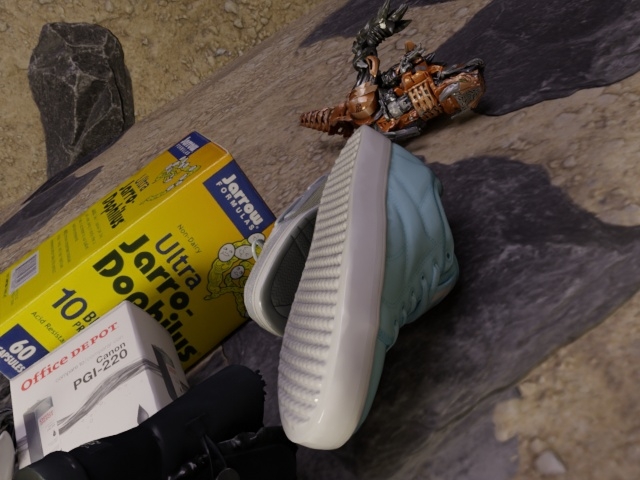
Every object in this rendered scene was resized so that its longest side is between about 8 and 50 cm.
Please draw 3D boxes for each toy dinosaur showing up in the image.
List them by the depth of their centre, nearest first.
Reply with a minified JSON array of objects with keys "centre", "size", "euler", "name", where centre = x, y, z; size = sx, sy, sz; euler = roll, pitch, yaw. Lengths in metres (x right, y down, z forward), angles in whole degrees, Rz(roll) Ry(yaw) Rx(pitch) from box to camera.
[{"centre":[0.098,-0.235,0.975],"size":[0.321,0.164,0.218],"euler":[4,60,20],"name":"toy dinosaur"}]

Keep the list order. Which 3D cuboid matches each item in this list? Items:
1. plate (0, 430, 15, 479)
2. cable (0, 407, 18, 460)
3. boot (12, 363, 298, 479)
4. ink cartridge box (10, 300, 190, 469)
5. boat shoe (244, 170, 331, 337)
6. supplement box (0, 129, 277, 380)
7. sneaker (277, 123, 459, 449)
[{"centre":[-0.384,0.343,0.601],"size":[0.277,0.045,0.278],"euler":[-41,21,47],"name":"plate"},{"centre":[-0.486,0.294,0.876],"size":[0.184,0.047,0.151],"euler":[-5,40,44],"name":"cable"},{"centre":[-0.089,0.235,0.465],"size":[0.094,0.247,0.207],"euler":[-19,-3,40],"name":"boot"},{"centre":[-0.207,0.191,0.625],"size":[0.158,0.092,0.218],"euler":[-35,45,0],"name":"ink cartridge box"},{"centre":[-0.001,-0.003,0.752],"size":[0.103,0.118,0.320],"euler":[-19,28,39],"name":"boat shoe"},{"centre":[-0.228,0.049,0.820],"size":[0.356,0.194,0.195],"euler":[-39,28,-8],"name":"supplement box"},{"centre":[0.067,0.031,0.579],"size":[0.135,0.150,0.366],"euler":[-55,15,45],"name":"sneaker"}]
